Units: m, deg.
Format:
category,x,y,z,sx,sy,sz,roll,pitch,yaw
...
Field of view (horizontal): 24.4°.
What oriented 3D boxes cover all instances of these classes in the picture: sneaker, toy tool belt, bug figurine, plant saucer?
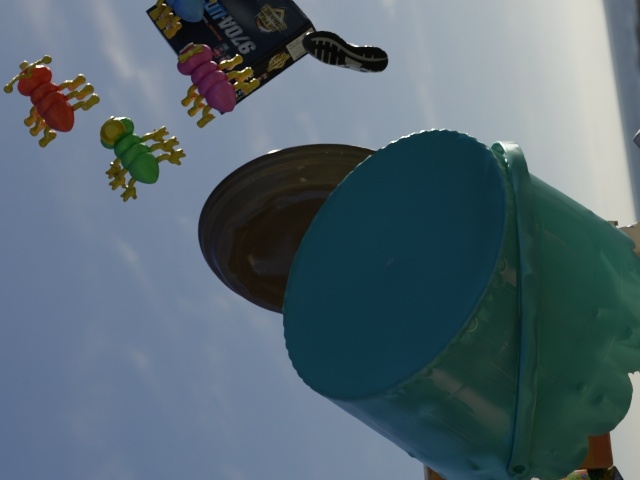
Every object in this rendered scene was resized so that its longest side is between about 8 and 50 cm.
category,x,y,z,sx,sy,sz,roll,pitch,yaw
sneaker,0.026,-0.225,1.804,0.044,0.109,0.040,179,107,-71
toy tool belt,0.396,0.001,1.969,0.051,0.083,0.052,-33,59,59
bug figurine,-0.202,-0.183,1.647,0.216,0.279,0.072,49,-178,12
plant saucer,0.000,0.000,1.674,0.278,0.278,0.041,68,-168,-47

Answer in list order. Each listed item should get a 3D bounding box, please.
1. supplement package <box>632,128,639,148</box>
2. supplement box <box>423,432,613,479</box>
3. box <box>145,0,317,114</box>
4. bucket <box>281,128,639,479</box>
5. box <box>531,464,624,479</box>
category,x,y,z,sx,sy,sz,roll,pitch,yaw
supplement package,0.395,-0.051,1.066,0.262,0.198,0.199,49,-157,3
supplement box,0.244,0.258,1.866,0.080,0.234,0.078,120,146,-81
box,-0.123,-0.299,2.077,0.220,0.175,0.051,54,178,39
bucket,0.116,0.053,1.216,0.183,0.281,0.281,32,-136,-36
box,0.306,0.472,1.954,0.290,0.279,0.177,57,-145,-29
